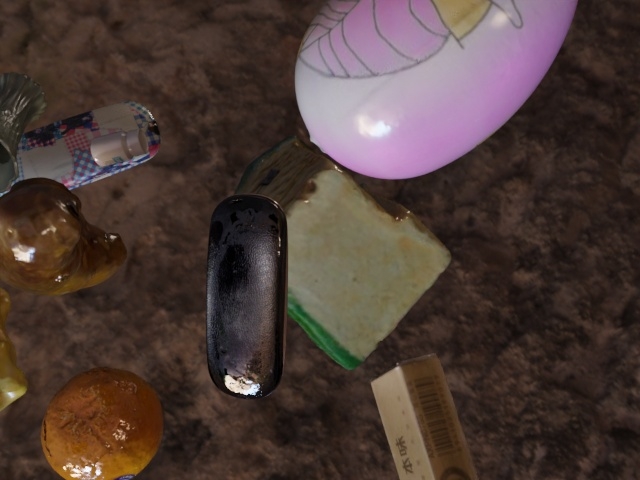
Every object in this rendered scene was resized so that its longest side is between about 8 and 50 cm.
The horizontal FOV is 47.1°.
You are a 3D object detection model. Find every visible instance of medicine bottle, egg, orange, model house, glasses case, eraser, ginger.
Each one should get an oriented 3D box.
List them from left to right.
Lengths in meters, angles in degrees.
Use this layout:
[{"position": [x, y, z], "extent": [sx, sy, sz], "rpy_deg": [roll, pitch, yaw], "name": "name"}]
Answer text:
[{"position": [-0.408, 0.001, 1.103], "extent": [0.172, 0.165, 0.321], "rpy_deg": [-8, 172, -2], "name": "ginger"}, {"position": [-0.468, -0.168, 1.402], "extent": [0.327, 0.125, 0.076], "rpy_deg": [-23, 169, -15], "name": "glasses case"}, {"position": [-0.399, 0.344, 1.358], "extent": [0.219, 0.193, 0.219], "rpy_deg": [-2, -98, 12], "name": "orange"}, {"position": [-0.348, -0.162, 1.272], "extent": [0.089, 0.052, 0.052], "rpy_deg": [-12, -142, 8], "name": "medicine bottle"}, {"position": [-0.110, 0.086, 1.110], "extent": [0.122, 0.314, 0.075], "rpy_deg": [3, -173, 12], "name": "glasses case"}, {"position": [0.000, 0.000, 1.553], "extent": [0.334, 0.382, 0.342], "rpy_deg": [-48, -150, -2], "name": "model house"}, {"position": [0.183, 0.368, 1.198], "extent": [0.144, 0.078, 0.343], "rpy_deg": [126, -48, -61], "name": "eraser"}, {"position": [0.101, -0.174, 0.658], "extent": [0.271, 0.196, 0.196], "rpy_deg": [-39, -150, 26], "name": "egg"}]

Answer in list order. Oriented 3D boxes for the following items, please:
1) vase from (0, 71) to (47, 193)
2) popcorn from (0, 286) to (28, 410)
[{"position": [-0.338, -0.122, 0.777], "extent": [0.081, 0.081, 0.148], "rpy_deg": [-28, -147, 21], "name": "vase"}, {"position": [-0.436, 0.160, 0.715], "extent": [0.297, 0.281, 0.316], "rpy_deg": [1, -131, 51], "name": "popcorn"}]
